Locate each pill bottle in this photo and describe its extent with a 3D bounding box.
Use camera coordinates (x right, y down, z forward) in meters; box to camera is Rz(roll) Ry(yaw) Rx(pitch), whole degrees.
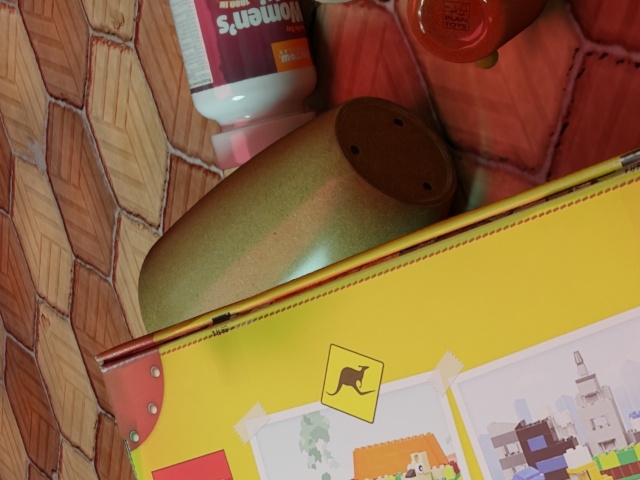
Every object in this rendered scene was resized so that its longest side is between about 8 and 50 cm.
[{"bbox_3d":[-0.071,-0.184,1.532,0.121,0.121,0.221,-6,99,63],"label":"pill bottle"}]

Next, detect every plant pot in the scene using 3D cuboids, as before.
[{"bbox_3d":[0.000,0.000,1.415,0.254,0.237,0.237,-53,56,41],"label":"plant pot"}]

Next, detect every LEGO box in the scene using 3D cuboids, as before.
[{"bbox_3d":[0.142,0.167,1.010,0.500,0.193,0.372,-21,84,35],"label":"LEGO box"}]

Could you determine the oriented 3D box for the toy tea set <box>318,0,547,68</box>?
[{"bbox_3d":[0.119,-0.277,1.142,0.200,0.124,0.336,37,126,0],"label":"toy tea set"}]
